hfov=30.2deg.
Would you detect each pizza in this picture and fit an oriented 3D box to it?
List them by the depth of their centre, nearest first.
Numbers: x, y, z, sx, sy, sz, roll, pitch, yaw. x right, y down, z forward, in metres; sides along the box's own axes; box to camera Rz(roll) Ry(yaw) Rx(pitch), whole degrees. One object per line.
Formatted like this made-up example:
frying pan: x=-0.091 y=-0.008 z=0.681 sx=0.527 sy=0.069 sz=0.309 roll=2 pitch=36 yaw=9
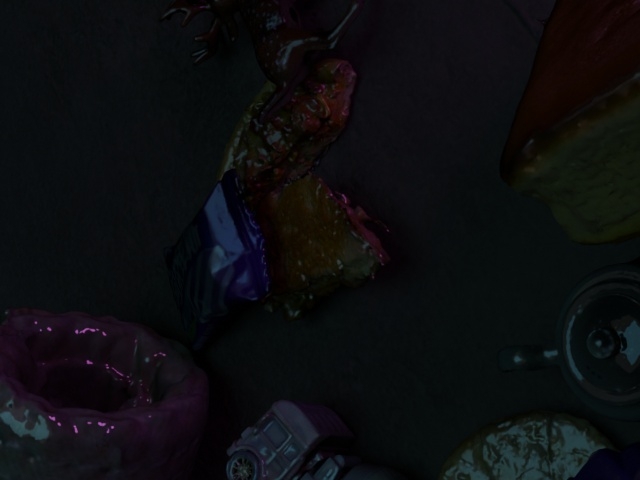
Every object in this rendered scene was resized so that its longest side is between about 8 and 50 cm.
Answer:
pizza: x=0.000 y=0.000 z=1.283 sx=0.226 sy=0.069 sz=0.147 roll=-27 pitch=68 yaw=48
pizza: x=-0.050 y=-0.121 z=1.343 sx=0.246 sy=0.058 sz=0.127 roll=-35 pitch=66 yaw=38

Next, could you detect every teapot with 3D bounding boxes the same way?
teapot: x=0.257 y=0.087 z=0.989 sx=0.239 sy=0.149 sz=0.163 roll=-12 pitch=81 yaw=41

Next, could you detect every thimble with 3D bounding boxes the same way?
thimble: x=-0.285 y=0.218 z=1.380 sx=0.291 sy=0.291 sz=0.195 roll=34 pitch=116 yaw=38

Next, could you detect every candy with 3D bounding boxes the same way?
candy: x=-0.126 y=0.034 z=1.369 sx=0.275 sy=0.070 sz=0.145 roll=-41 pitch=62 yaw=57

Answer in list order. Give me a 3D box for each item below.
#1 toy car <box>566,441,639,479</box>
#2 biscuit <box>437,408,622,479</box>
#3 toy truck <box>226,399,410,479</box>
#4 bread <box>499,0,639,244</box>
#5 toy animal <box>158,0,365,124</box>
toy car: x=0.302 y=0.224 z=0.906 sx=0.158 sy=0.172 sz=0.235 roll=-61 pitch=23 yaw=8
biscuit: x=0.201 y=0.263 z=1.084 sx=0.219 sy=0.033 sz=0.220 roll=-1 pitch=88 yaw=27
toy truck: x=0.026 y=0.269 z=1.228 sx=0.140 sy=0.108 sz=0.257 roll=-51 pitch=58 yaw=13
bread: x=0.307 y=-0.174 z=0.850 sx=0.333 sy=0.324 sz=0.143 roll=-32 pitch=110 yaw=37
toy animal: x=-0.069 y=-0.252 z=1.324 sx=0.260 sy=0.087 sz=0.244 roll=-35 pitch=43 yaw=24
